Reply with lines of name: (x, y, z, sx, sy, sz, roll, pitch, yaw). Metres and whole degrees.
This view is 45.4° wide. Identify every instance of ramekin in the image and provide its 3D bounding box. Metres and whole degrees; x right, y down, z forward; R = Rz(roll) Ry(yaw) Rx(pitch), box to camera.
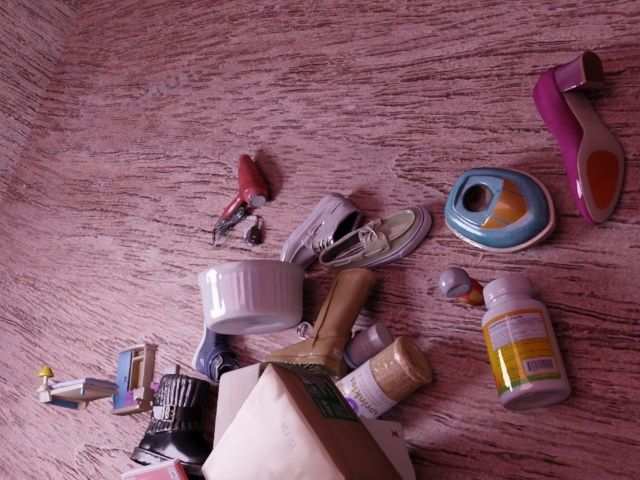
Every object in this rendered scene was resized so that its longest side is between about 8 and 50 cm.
ramekin: (-0.172, 0.151, 1.954, 0.277, 0.277, 0.135, -19, 68, 34)

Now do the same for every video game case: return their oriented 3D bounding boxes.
video game case: (-0.376, 0.700, 1.938, 0.204, 0.025, 0.285, -23, 92, 32)

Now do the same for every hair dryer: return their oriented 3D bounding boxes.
hair dryer: (-0.246, -0.121, 2.267, 0.223, 0.080, 0.294, 2, 72, 42)

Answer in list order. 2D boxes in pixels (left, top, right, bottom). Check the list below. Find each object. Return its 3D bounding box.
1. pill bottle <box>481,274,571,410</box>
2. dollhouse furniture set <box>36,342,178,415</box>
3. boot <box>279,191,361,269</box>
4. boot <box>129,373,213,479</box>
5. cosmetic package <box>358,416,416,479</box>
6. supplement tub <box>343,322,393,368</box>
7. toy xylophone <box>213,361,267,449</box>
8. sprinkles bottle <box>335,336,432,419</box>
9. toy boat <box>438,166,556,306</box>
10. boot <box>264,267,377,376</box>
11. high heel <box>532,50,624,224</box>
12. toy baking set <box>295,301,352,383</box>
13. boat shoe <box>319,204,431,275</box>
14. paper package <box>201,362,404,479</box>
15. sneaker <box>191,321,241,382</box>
pill bottle: (0.399, 0.200, 1.521, 0.136, 0.136, 0.246, -27, 55, 30)
dollhouse furniture set: (-0.609, 0.371, 2.204, 0.286, 0.303, 0.198, -18, 61, 34)
boot: (0.000, 0.000, 1.985, 0.258, 0.095, 0.123, -56, 39, 5)
boot: (-0.330, 0.497, 2.029, 0.347, 0.131, 0.260, 8, 62, 28)
cosmetic package: (-0.010, 0.573, 1.650, 0.453, 0.161, 0.230, -37, 50, 33)
supplement tub: (0.109, 0.248, 1.798, 0.107, 0.071, 0.071, -35, 52, 25)
toy xylophone: (-0.163, 0.431, 1.890, 0.236, 0.081, 0.323, -13, 47, 25)
sprinkles bottle: (0.084, 0.360, 1.734, 0.355, 0.121, 0.121, -40, 50, 20)
toy boat: (0.356, -0.014, 1.647, 0.267, 0.148, 0.318, 17, 82, 44)
boot: (0.004, 0.202, 1.855, 0.236, 0.089, 0.270, -6, 49, 39)
high heel: (0.537, -0.201, 1.635, 0.181, 0.127, 0.378, 149, 128, -64)
toy baking set: (-0.001, 0.280, 1.907, 0.196, 0.030, 0.256, 3, 73, 42)
boat shoe: (0.131, 0.006, 1.870, 0.302, 0.094, 0.109, -35, 52, 25)
paper package: (-0.043, 0.456, 1.477, 0.310, 0.168, 0.325, -57, 41, 14)
sneaker: (-0.263, 0.276, 2.087, 0.163, 0.086, 0.226, 21, 95, 55)
